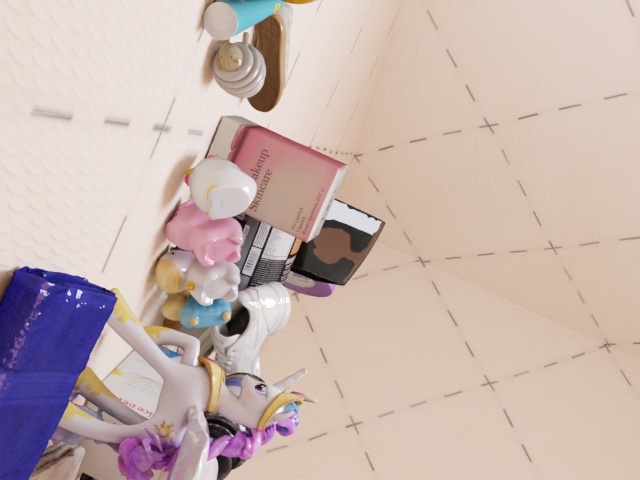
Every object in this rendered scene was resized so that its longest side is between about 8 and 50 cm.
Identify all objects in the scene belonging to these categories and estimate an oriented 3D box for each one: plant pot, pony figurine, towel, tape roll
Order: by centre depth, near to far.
[{"bbox_3d":[-0.370,0.178,1.032,0.308,0.076,0.227,-65,168,-4],"label":"towel"},{"bbox_3d":[-0.226,0.291,1.328,0.303,0.363,0.351,103,13,-69],"label":"pony figurine"},{"bbox_3d":[-0.457,0.421,1.353,0.282,0.049,0.187,5,109,-84],"label":"towel"},{"bbox_3d":[0.000,0.000,1.913,0.188,0.187,0.167,5,-105,58],"label":"plant pot"},{"bbox_3d":[-0.078,0.035,2.129,0.275,0.274,0.090,99,17,-71],"label":"tape roll"}]

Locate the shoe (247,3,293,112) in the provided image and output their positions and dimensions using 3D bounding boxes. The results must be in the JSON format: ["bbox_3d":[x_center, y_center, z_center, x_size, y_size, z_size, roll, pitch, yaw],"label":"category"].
[{"bbox_3d":[-0.084,-0.320,1.537,0.058,0.076,0.219,-54,167,-41],"label":"shoe"}]

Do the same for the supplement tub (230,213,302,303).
[{"bbox_3d":[-0.129,-0.028,1.786,0.193,0.193,0.316,-51,165,-70],"label":"supplement tub"}]

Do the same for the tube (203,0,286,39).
[{"bbox_3d":[-0.110,-0.340,1.290,0.207,0.080,0.052,-51,136,-62],"label":"tube"}]

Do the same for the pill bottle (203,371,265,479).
[{"bbox_3d":[-0.168,0.338,1.569,0.219,0.122,0.123,-53,166,-67],"label":"pill bottle"}]

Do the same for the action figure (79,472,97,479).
[{"bbox_3d":[-0.339,0.541,1.549,0.341,0.330,0.179,-119,-148,-70],"label":"action figure"}]

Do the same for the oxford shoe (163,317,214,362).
[{"bbox_3d":[-0.219,0.142,1.952,0.169,0.130,0.449,-51,175,18],"label":"oxford shoe"}]

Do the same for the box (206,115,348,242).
[{"bbox_3d":[-0.087,-0.114,1.582,0.127,0.232,0.149,-40,154,-78],"label":"box"}]

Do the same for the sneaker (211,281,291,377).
[{"bbox_3d":[-0.177,0.211,1.711,0.152,0.114,0.305,-2,122,-51],"label":"sneaker"}]

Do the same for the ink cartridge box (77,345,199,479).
[{"bbox_3d":[-0.321,0.329,1.607,0.233,0.171,0.168,-51,163,-65],"label":"ink cartridge box"}]

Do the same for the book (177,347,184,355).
[{"bbox_3d":[-0.301,0.215,2.064,0.096,0.035,0.144,-50,164,-60],"label":"book"}]

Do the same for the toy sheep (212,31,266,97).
[{"bbox_3d":[-0.124,-0.266,1.348,0.091,0.091,0.132,-65,156,-9],"label":"toy sheep"}]

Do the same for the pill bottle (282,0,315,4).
[{"bbox_3d":[-0.039,-0.413,1.237,0.245,0.136,0.136,-36,150,-79],"label":"pill bottle"}]

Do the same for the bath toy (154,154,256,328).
[{"bbox_3d":[-0.206,-0.005,1.514,0.129,0.151,0.348,-114,-149,-44],"label":"bath toy"}]
